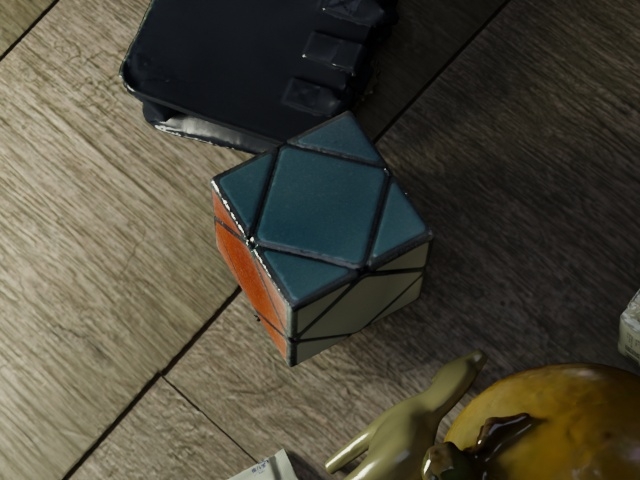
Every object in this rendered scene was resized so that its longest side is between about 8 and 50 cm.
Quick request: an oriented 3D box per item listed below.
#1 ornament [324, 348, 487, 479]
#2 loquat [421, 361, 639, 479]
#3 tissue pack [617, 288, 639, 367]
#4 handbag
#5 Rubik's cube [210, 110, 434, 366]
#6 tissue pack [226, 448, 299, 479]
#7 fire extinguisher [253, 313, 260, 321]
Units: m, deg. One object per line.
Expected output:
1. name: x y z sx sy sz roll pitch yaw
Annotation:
1. ornament: 0.101 0.235 1.749 0.245 0.230 0.061 -39 97 17
2. loquat: 0.256 0.286 1.601 0.328 0.359 0.328 -30 50 44
3. tissue pack: 0.424 0.108 1.743 0.106 0.148 0.099 36 80 19
4. handbag: -0.071 -0.266 1.972 0.329 0.122 0.303 18 73 16
5. Rubik's cube: 0.000 0.000 1.806 0.205 0.207 0.205 -27 68 -14
6. tissue pack: -0.111 0.339 1.790 0.193 0.026 0.122 -28 33 -3
7. fire extinguisher: -0.060 0.066 1.908 0.046 0.032 0.100 18 72 -20
